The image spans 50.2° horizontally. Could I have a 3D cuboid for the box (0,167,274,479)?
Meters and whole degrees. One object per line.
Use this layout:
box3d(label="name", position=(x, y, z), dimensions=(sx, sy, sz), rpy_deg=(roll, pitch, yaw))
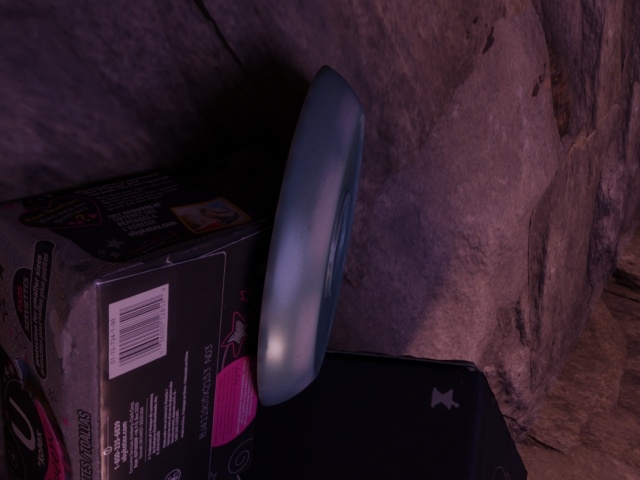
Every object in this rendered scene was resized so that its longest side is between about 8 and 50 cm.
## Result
box3d(label="box", position=(-0.150, 0.090, 0.541), dimensions=(0.163, 0.142, 0.247), rpy_deg=(-21, 127, -46))

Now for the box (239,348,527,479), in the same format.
box3d(label="box", position=(0.063, 0.436, 0.804), dimensions=(0.472, 0.297, 0.480), rpy_deg=(58, 39, -55))

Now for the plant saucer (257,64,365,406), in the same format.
box3d(label="plant saucer", position=(0.000, 0.000, 0.643), dimensions=(0.317, 0.043, 0.318), rpy_deg=(11, 90, -85))

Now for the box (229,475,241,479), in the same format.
box3d(label="box", position=(-0.191, 0.279, 0.591), dimensions=(0.220, 0.175, 0.051), rpy_deg=(-21, 89, -47))
